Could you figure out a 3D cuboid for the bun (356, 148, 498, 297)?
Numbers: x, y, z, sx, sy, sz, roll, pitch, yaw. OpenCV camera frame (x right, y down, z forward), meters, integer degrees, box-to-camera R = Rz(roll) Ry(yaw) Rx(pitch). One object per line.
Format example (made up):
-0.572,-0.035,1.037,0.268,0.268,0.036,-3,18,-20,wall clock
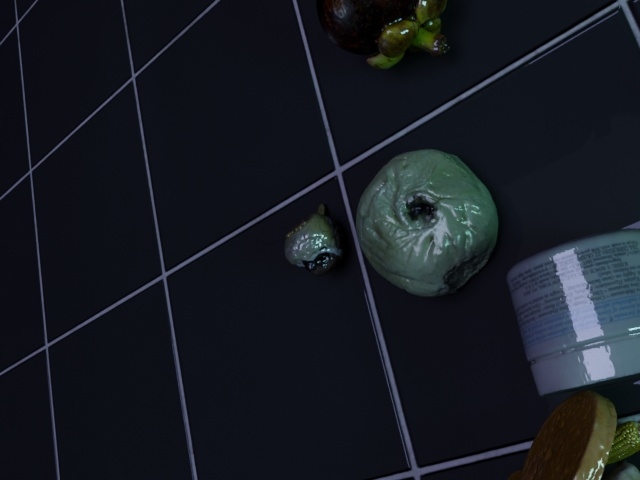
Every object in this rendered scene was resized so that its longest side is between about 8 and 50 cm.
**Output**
0.140,-0.029,1.022,0.221,0.108,0.221,-7,79,41,bun

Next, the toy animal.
0.000,0.000,1.173,0.098,0.137,0.098,14,127,19,toy animal

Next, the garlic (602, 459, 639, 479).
0.352,0.395,0.692,0.279,0.132,0.325,-34,46,-3,garlic

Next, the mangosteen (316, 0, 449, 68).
0.102,-0.347,1.065,0.192,0.192,0.217,-44,75,28,mangosteen

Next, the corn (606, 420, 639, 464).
0.344,0.246,0.847,0.092,0.037,0.037,-36,61,31,corn

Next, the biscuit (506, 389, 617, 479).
0.257,0.299,0.826,0.044,0.202,0.288,27,110,7,biscuit

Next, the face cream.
0.314,0.084,0.803,0.177,0.177,0.152,-24,68,37,face cream
